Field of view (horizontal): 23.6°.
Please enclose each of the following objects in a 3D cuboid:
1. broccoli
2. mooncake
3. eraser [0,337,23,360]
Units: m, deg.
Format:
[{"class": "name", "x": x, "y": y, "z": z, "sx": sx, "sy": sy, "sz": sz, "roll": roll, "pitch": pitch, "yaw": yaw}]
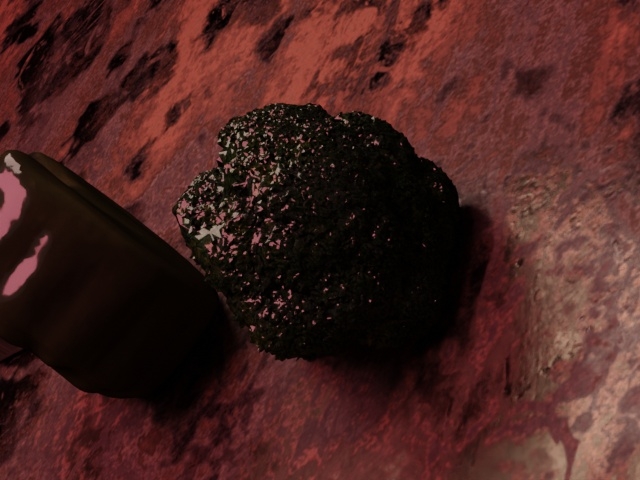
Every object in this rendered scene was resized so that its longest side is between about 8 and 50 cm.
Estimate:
[{"class": "broccoli", "x": 0.000, "y": 0.000, "z": 1.551, "sx": 0.307, "sy": 0.275, "sz": 0.308, "roll": 0, "pitch": 52, "yaw": 0}, {"class": "mooncake", "x": -0.290, "y": 0.042, "z": 1.809, "sx": 0.187, "sy": 0.351, "sz": 0.351, "roll": -53, "pitch": 28, "yaw": -1}, {"class": "eraser", "x": -0.463, "y": 0.125, "z": 2.228, "sx": 0.352, "sy": 0.061, "sz": 0.089, "roll": -27, "pitch": 36, "yaw": 38}]
